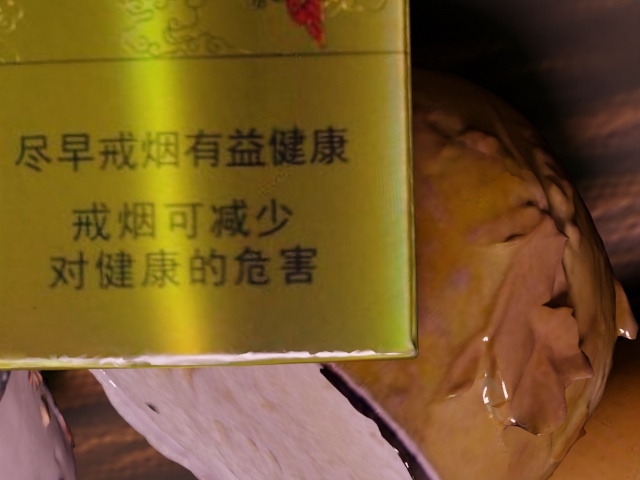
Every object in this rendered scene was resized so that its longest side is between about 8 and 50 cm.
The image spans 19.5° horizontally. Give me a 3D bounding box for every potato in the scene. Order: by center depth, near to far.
[{"bbox_3d":[0.000,0.000,0.848,0.299,0.196,0.246,39,153,9],"label":"potato"}]

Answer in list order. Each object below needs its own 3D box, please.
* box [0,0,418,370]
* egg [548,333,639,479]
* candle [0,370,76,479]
[{"bbox_3d":[-0.051,-0.107,0.705,0.173,0.311,0.043,-2,175,3],"label":"box"},{"bbox_3d":[0.220,0.160,0.928,0.322,0.250,0.250,1,131,-2],"label":"egg"},{"bbox_3d":[-0.214,0.107,0.921,0.187,0.187,0.330,-5,145,5],"label":"candle"}]
